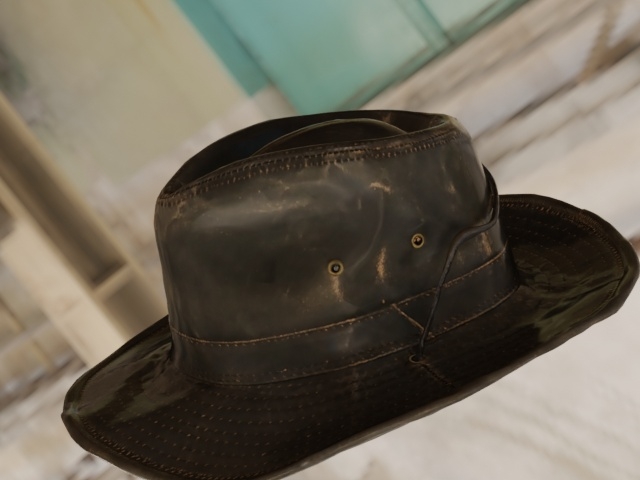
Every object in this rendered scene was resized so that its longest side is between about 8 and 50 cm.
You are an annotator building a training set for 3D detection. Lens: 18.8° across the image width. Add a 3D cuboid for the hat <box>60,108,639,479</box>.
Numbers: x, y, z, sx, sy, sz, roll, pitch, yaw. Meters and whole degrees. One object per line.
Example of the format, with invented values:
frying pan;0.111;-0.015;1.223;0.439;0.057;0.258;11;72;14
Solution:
hat;0.000;0.000;1.060;0.331;0.134;0.331;-15;-159;6
